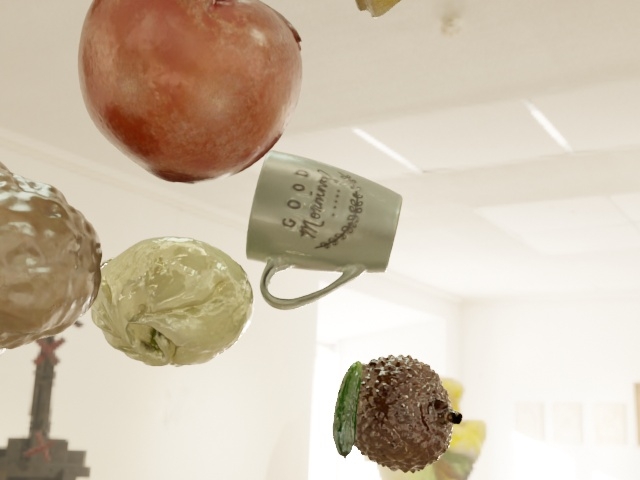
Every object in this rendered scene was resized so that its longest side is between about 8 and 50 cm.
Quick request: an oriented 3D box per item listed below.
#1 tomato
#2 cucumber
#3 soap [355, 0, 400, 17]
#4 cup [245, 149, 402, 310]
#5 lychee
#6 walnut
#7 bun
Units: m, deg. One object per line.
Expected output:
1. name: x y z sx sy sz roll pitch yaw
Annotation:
1. tomato: -0.154 -0.190 0.944 0.264 0.265 0.265 2 -12 0
2. cucumber: 0.040 0.264 1.236 0.039 0.168 0.039 8 -25 4
3. soap: 0.131 -0.644 1.780 0.080 0.160 0.257 43 -10 33
4. cup: 0.000 0.000 1.302 0.234 0.258 0.186 14 -20 4
5. lychee: 0.140 0.294 1.363 0.238 0.200 0.200 -8 -16 39
6. walnut: -0.384 0.024 0.897 0.273 0.227 0.273 -27 -3 -2
7. bun: -0.232 0.115 1.241 0.259 0.160 0.259 6 -35 4
